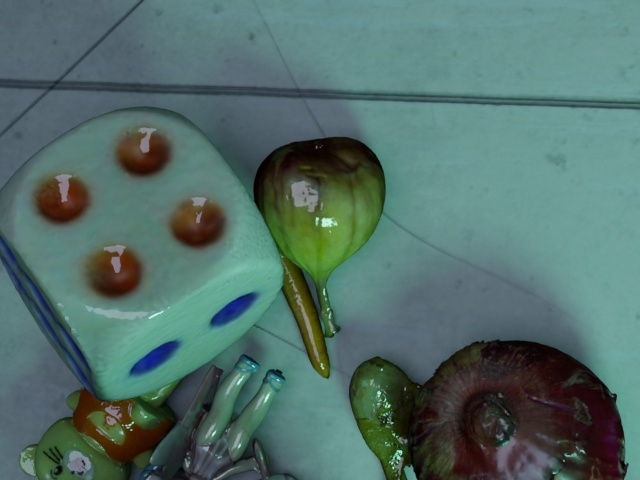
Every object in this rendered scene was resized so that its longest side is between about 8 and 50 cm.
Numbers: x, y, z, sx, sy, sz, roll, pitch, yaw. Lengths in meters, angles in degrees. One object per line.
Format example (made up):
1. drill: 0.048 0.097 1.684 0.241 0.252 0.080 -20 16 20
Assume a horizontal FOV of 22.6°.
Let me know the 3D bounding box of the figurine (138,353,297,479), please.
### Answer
1. figurine: -0.117 0.264 1.907 0.205 0.103 0.260 29 93 -24

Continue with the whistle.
1. whistle: -0.244 0.217 1.922 0.131 0.106 0.288 40 97 5

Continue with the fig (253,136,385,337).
1. fig: 0.008 -0.009 1.854 0.143 0.160 0.231 -24 78 51

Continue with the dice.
1. dice: -0.212 0.014 1.815 0.251 0.243 0.259 -32 69 -15

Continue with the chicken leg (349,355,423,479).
1. chicken leg: 0.087 0.221 1.871 0.093 0.070 0.178 -9 93 6

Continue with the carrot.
1. carrot: -0.024 0.077 1.915 0.037 0.037 0.190 -24 85 11

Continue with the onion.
1. onion: 0.213 0.225 1.776 0.246 0.190 0.246 -8 71 22
